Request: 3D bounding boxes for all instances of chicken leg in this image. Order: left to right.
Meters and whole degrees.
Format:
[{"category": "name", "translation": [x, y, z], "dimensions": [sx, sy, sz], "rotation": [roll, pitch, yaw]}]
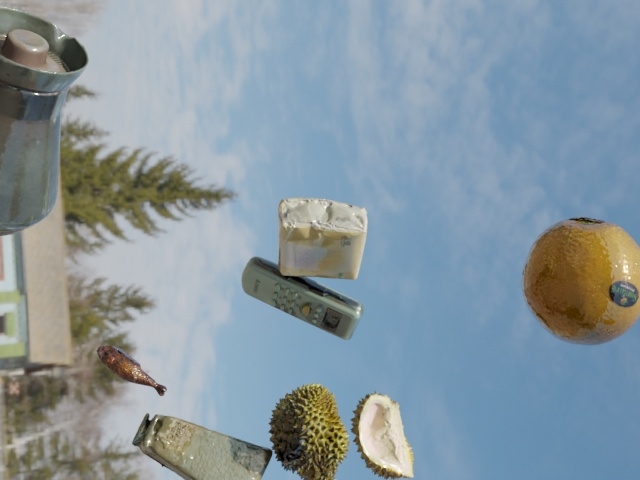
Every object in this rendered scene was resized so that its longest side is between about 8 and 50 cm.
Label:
[{"category": "chicken leg", "translation": [-0.451, 0.299, 1.843], "dimensions": [0.219, 0.089, 0.048], "rotation": [24, -91, 34]}]

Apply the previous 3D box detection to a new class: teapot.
[{"category": "teapot", "translation": [-0.558, -0.194, 1.328], "dimensions": [0.253, 0.300, 0.344], "rotation": [34, -61, 7]}]

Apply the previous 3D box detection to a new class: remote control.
[{"category": "remote control", "translation": [-0.046, 0.133, 1.829], "dimensions": [0.140, 0.296, 0.056], "rotation": [109, 7, -53]}]

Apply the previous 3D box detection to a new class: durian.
[{"category": "durian", "translation": [-0.032, 0.432, 1.664], "dimensions": [0.193, 0.138, 0.237], "rotation": [-37, -110, 31]}, {"category": "durian", "translation": [0.157, 0.546, 2.180], "dimensions": [0.138, 0.183, 0.250], "rotation": [142, -62, -64]}]

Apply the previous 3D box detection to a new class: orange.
[{"category": "orange", "translation": [0.560, 0.086, 1.667], "dimensions": [0.274, 0.274, 0.274], "rotation": [177, -90, -67]}]

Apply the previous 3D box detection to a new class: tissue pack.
[{"category": "tissue pack", "translation": [0.000, 0.000, 1.658], "dimensions": [0.222, 0.186, 0.090], "rotation": [98, -3, -61]}]

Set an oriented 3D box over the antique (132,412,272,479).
[{"category": "antique", "translation": [-0.264, 0.462, 1.696], "dimensions": [0.150, 0.284, 0.125], "rotation": [-66, -170, -25]}]
